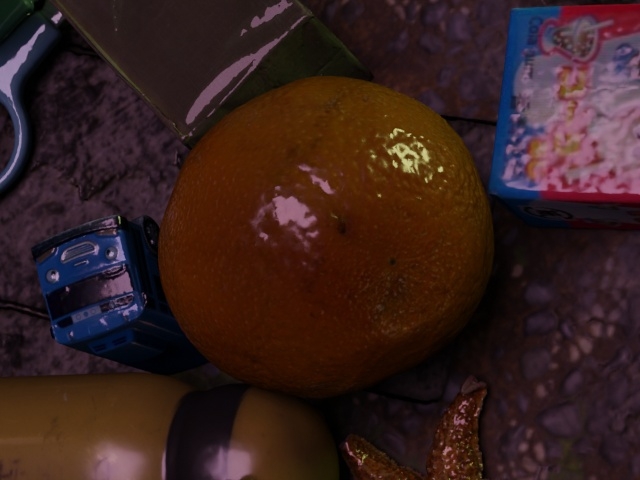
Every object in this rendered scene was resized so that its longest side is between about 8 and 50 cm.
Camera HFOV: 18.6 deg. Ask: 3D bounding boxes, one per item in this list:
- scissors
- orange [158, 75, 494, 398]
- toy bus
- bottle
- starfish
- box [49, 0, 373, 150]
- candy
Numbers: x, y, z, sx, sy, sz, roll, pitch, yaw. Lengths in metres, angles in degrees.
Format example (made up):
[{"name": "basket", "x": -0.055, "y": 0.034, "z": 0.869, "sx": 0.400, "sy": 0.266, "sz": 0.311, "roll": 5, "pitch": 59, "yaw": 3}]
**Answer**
[{"name": "scissors", "x": -0.234, "y": -0.231, "z": 1.765, "sx": 0.192, "sy": 0.029, "sz": 0.447, "roll": 45, "pitch": 90, "yaw": 1}, {"name": "orange", "x": 0.000, "y": 0.000, "z": 1.490, "sx": 0.264, "sy": 0.264, "sz": 0.264, "roll": -7, "pitch": 73, "yaw": 23}, {"name": "toy bus", "x": -0.147, "y": 0.047, "z": 1.583, "sx": 0.090, "sy": 0.185, "sz": 0.106, "roll": -19, "pitch": 71, "yaw": 20}, {"name": "bottle", "x": -0.154, "y": 0.189, "z": 1.561, "sx": 0.351, "sy": 0.171, "sz": 0.171, "roll": -3, "pitch": 75, "yaw": 22}, {"name": "starfish", "x": 0.105, "y": 0.224, "z": 1.499, "sx": 0.227, "sy": 0.043, "sz": 0.240, "roll": 15, "pitch": 85, "yaw": 28}, {"name": "box", "x": -0.099, "y": -0.178, "z": 1.642, "sx": 0.149, "sy": 0.155, "sz": 0.231, "roll": -45, "pitch": 61, "yaw": 5}, {"name": "candy", "x": 0.289, "y": -0.091, "z": 1.466, "sx": 0.306, "sy": 0.100, "sz": 0.157, "roll": 3, "pitch": 77, "yaw": 25}]
